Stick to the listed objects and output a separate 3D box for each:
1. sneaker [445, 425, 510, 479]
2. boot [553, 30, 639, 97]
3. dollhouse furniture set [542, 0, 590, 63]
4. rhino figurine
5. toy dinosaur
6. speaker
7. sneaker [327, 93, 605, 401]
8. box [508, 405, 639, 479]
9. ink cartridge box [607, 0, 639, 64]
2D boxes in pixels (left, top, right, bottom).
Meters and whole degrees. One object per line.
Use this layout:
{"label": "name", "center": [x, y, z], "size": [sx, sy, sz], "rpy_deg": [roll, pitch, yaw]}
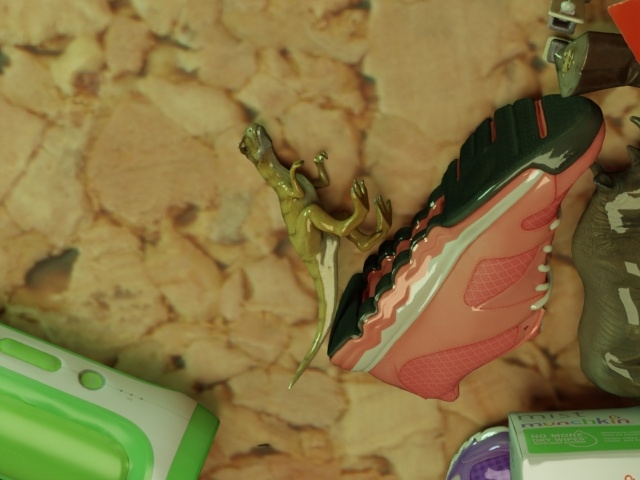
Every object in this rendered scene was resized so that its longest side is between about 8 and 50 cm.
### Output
{"label": "sneaker", "center": [0.125, 0.266, 1.629], "size": [0.095, 0.104, 0.236], "rpy_deg": [28, 115, -2]}
{"label": "boot", "center": [0.231, -0.154, 1.423], "size": [0.114, 0.037, 0.106], "rpy_deg": [-2, 122, -29]}
{"label": "dollhouse furniture set", "center": [0.144, -0.176, 1.435], "size": [0.114, 0.081, 0.091], "rpy_deg": [16, 116, 3]}
{"label": "rhino figurine", "center": [0.251, 0.019, 1.511], "size": [0.106, 0.073, 0.243], "rpy_deg": [-3, 112, 8]}
{"label": "toy dinosaur", "center": [0.000, 0.000, 1.556], "size": [0.112, 0.064, 0.211], "rpy_deg": [-19, 90, 24]}
{"label": "speaker", "center": [-0.241, 0.146, 1.629], "size": [0.296, 0.131, 0.131], "rpy_deg": [22, 116, 0]}
{"label": "sneaker", "center": [0.140, 0.011, 1.522], "size": [0.136, 0.116, 0.314], "rpy_deg": [32, 123, -15]}
{"label": "box", "center": [0.286, 0.253, 1.536], "size": [0.262, 0.127, 0.231], "rpy_deg": [-2, 103, 1]}
{"label": "ink cartridge box", "center": [0.338, -0.102, 1.397], "size": [0.189, 0.066, 0.232], "rpy_deg": [-18, 136, 25]}
